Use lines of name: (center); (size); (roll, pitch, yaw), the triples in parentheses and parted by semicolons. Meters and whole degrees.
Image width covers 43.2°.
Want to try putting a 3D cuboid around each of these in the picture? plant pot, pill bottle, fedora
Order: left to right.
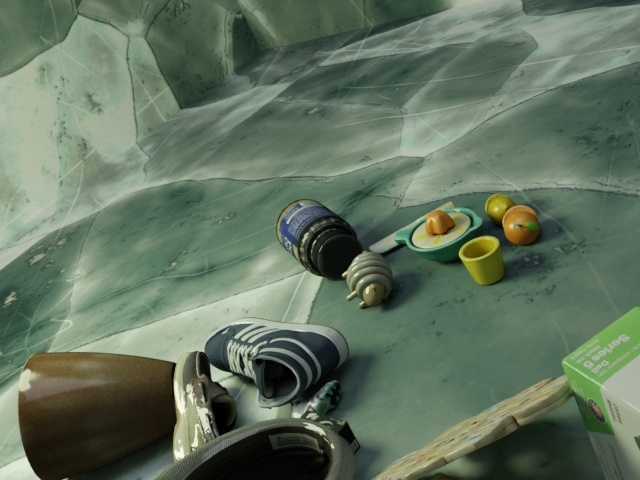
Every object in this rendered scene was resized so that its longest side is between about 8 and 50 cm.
plant pot: (-0.346, 0.276, 1.345); (0.231, 0.215, 0.215); (-9, 27, 1)
fedora: (-0.078, 0.345, 1.013); (0.276, 0.124, 0.244); (-28, 26, -23)
pill bottle: (0.000, 0.000, 1.598); (0.123, 0.122, 0.219); (-31, 25, -9)

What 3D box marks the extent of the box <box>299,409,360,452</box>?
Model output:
box: (0.000, 0.285, 1.140); (0.083, 0.052, 0.062); (4, 38, 45)

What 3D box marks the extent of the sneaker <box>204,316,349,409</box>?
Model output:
sneaker: (-0.109, 0.198, 1.317); (0.282, 0.099, 0.153); (-5, 16, 33)

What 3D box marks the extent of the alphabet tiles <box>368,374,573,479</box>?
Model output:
alphabet tiles: (0.169, 0.228, 0.930); (0.284, 0.021, 0.278); (-36, -13, 27)

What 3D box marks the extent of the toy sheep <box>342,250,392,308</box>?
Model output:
toy sheep: (0.086, 0.065, 1.439); (0.091, 0.091, 0.132); (-22, 44, 10)

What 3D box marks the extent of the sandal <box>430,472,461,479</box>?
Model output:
sandal: (0.131, 0.309, 0.938); (0.240, 0.079, 0.088); (-9, 30, 32)

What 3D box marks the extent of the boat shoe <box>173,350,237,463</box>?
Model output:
boat shoe: (-0.176, 0.274, 1.280); (0.092, 0.102, 0.285); (-19, 29, 3)

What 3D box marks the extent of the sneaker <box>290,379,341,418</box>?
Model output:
sneaker: (-0.016, 0.249, 1.238); (0.069, 0.038, 0.098); (-1, 35, 41)

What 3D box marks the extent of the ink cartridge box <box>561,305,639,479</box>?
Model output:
ink cartridge box: (0.377, 0.209, 0.754); (0.115, 0.198, 0.273); (-32, 25, -11)

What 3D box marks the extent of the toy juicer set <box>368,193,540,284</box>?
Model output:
toy juicer set: (0.246, -0.035, 1.470); (0.209, 0.089, 0.329); (-38, 27, -22)
